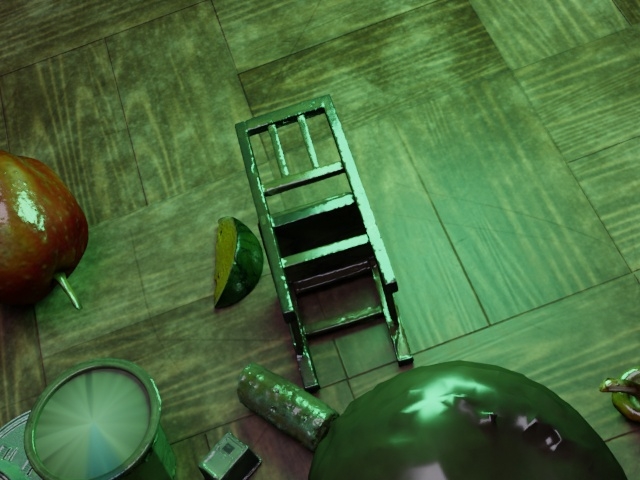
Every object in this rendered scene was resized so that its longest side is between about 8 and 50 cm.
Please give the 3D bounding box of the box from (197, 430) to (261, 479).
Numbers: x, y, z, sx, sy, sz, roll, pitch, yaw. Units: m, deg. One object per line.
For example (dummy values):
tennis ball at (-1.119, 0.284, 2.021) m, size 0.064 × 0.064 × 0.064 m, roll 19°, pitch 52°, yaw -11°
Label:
box at (-0.144, 0.350, 1.587) m, size 0.060 × 0.063 × 0.085 m, roll 33°, pitch 70°, yaw 28°

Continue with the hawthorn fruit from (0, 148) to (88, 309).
hawthorn fruit at (-0.534, 0.004, 1.801) m, size 0.330 × 0.287 × 0.287 m, roll 44°, pitch 73°, yaw 8°

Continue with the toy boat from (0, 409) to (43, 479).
toy boat at (-0.520, 0.400, 1.624) m, size 0.141 × 0.092 × 0.319 m, roll 20°, pitch 62°, yaw 22°

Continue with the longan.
longan at (0.189, 0.356, 1.311) m, size 0.435 × 0.404 × 0.404 m, roll -7°, pitch 55°, yaw 13°

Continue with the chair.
chair at (0.000, 0.000, 1.693) m, size 0.203 × 0.241 × 0.416 m, roll -17°, pitch 51°, yaw 1°

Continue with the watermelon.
watermelon at (-0.154, 0.023, 1.801) m, size 0.092 × 0.075 × 0.181 m, roll -6°, pitch 57°, yaw 14°

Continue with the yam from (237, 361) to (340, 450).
yam at (-0.054, 0.265, 1.615) m, size 0.179 × 0.078 × 0.078 m, roll 27°, pitch 66°, yaw 27°

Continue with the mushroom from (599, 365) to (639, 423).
mushroom at (0.463, 0.226, 1.513) m, size 0.129 × 0.073 × 0.088 m, roll 15°, pitch 71°, yaw -17°

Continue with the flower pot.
flower pot at (-0.316, 0.314, 1.566) m, size 0.212 × 0.203 × 0.212 m, roll -7°, pitch 57°, yaw 10°
